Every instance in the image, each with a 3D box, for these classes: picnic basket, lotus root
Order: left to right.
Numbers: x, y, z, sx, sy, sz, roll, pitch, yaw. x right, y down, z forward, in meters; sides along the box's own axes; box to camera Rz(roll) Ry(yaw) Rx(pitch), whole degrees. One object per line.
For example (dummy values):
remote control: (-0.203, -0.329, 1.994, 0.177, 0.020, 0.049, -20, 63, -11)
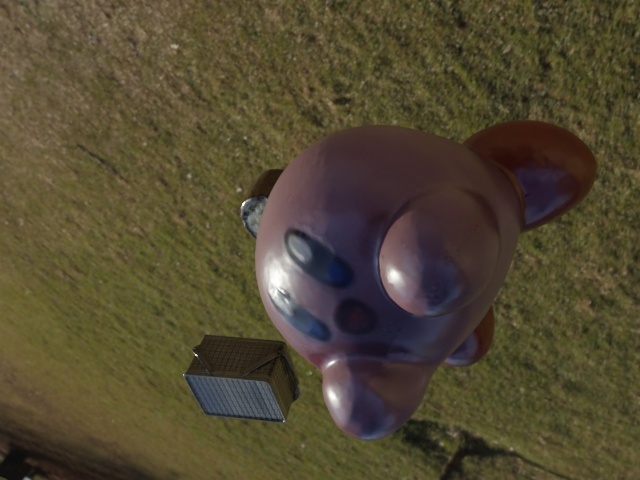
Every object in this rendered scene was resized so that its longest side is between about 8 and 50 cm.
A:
picnic basket: (-0.122, 0.219, 1.036, 0.164, 0.079, 0.115, 0, 130, 20)
lotus root: (0.000, 0.000, 0.975, 0.260, 0.074, 0.170, 41, 142, -8)

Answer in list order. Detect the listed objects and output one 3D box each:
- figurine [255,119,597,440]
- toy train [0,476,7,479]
figurine: (0.059, 0.007, 0.573, 0.211, 0.261, 0.270, 36, 125, 23)
toy train: (-0.615, 0.614, 1.214, 0.088, 0.086, 0.407, 25, -167, -36)
